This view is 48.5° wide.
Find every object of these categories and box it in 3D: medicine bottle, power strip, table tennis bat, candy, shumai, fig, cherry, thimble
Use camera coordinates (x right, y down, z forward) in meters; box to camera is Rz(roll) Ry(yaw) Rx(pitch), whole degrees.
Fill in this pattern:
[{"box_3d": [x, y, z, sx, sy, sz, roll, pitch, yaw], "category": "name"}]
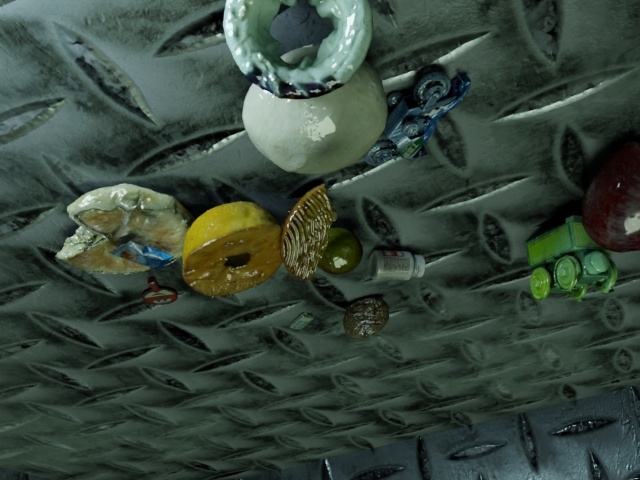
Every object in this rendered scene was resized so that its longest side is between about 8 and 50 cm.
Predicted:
[{"box_3d": [0.206, 0.067, 1.915, 0.140, 0.079, 0.079, 2, 147, -15], "category": "medicine bottle"}, {"box_3d": [-0.059, 0.251, 2.211, 0.040, 0.016, 0.090, 13, 143, -29], "category": "power strip"}, {"box_3d": [-0.449, 0.143, 1.962, 0.098, 0.019, 0.155, -7, 151, -1], "category": "table tennis bat"}, {"box_3d": [-0.008, -0.226, 1.312, 0.295, 0.185, 0.296, -10, 147, -7], "category": "candy"}, {"box_3d": [0.148, 0.233, 2.137, 0.139, 0.123, 0.105, -43, 146, 25], "category": "shumai"}, {"box_3d": [-0.410, 0.033, 1.648, 0.136, 0.038, 0.088, 24, 147, -37], "category": "candy"}, {"box_3d": [0.000, 0.000, 1.747, 0.236, 0.124, 0.124, 32, 132, -31], "category": "fig"}, {"box_3d": [0.728, -0.094, 1.659, 0.230, 0.203, 0.300, -16, 126, 0], "category": "cherry"}, {"box_3d": [-0.038, -0.333, 1.093, 0.237, 0.150, 0.238, 0, 104, 1], "category": "thimble"}]

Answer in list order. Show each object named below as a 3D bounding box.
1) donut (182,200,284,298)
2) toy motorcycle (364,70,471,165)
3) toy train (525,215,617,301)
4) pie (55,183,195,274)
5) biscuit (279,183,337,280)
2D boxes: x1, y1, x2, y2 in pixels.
[{"box_3d": [-0.207, 0.016, 1.674, 0.277, 0.109, 0.278, -21, 150, -13], "category": "donut"}, {"box_3d": [0.196, -0.236, 1.428, 0.135, 0.092, 0.254, 6, 137, -37], "category": "toy motorcycle"}, {"box_3d": [0.651, 0.055, 1.855, 0.158, 0.188, 0.272, 2, 164, -15], "category": "toy train"}, {"box_3d": [-0.448, -0.014, 1.662, 0.337, 0.075, 0.338, -10, 149, -6], "category": "pie"}, {"box_3d": [-0.022, -0.008, 1.657, 0.176, 0.031, 0.229, -32, 132, -26], "category": "biscuit"}]
